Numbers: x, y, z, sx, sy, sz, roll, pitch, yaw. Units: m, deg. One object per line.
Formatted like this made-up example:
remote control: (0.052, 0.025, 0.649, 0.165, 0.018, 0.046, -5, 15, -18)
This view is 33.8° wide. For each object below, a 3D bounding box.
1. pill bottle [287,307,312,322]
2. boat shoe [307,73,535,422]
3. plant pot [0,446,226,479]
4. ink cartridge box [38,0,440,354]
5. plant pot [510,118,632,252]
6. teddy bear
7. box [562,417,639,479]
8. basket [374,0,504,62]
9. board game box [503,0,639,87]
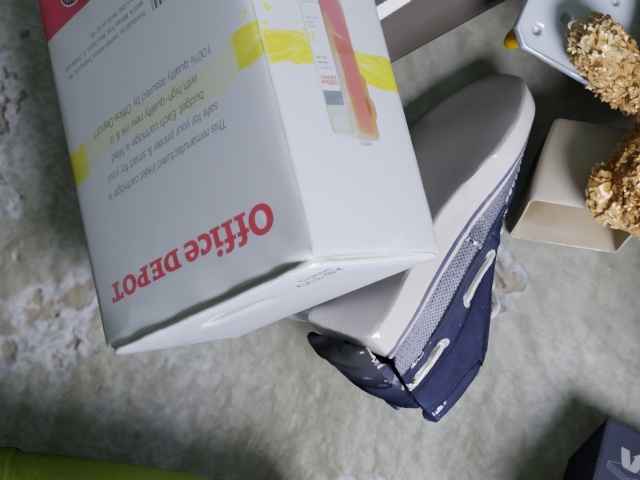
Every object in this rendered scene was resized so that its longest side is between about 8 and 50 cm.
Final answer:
pill bottle: (0.000, 0.000, 1.024, 0.087, 0.087, 0.160, 8, 84, 2)
boat shoe: (0.124, 0.010, 1.014, 0.341, 0.127, 0.158, -55, 131, -19)
plant pot: (-0.148, 0.343, 0.888, 0.352, 0.366, 0.367, -1, 84, -10)
ink cartridge box: (-0.087, -0.122, 0.914, 0.279, 0.160, 0.385, -25, 73, 42)
plant pot: (0.251, -0.057, 1.019, 0.109, 0.109, 0.096, 9, 73, 2)
teddy bear: (0.340, -0.159, 0.900, 0.245, 0.113, 0.338, 33, 83, -15)
box: (0.295, 0.274, 0.954, 0.156, 0.093, 0.158, 27, 50, 4)
basket: (0.079, -0.268, 1.021, 0.227, 0.154, 0.204, -39, 87, 1)
board game box: (0.402, -0.274, 0.997, 0.390, 0.050, 0.390, 25, 85, -18)
